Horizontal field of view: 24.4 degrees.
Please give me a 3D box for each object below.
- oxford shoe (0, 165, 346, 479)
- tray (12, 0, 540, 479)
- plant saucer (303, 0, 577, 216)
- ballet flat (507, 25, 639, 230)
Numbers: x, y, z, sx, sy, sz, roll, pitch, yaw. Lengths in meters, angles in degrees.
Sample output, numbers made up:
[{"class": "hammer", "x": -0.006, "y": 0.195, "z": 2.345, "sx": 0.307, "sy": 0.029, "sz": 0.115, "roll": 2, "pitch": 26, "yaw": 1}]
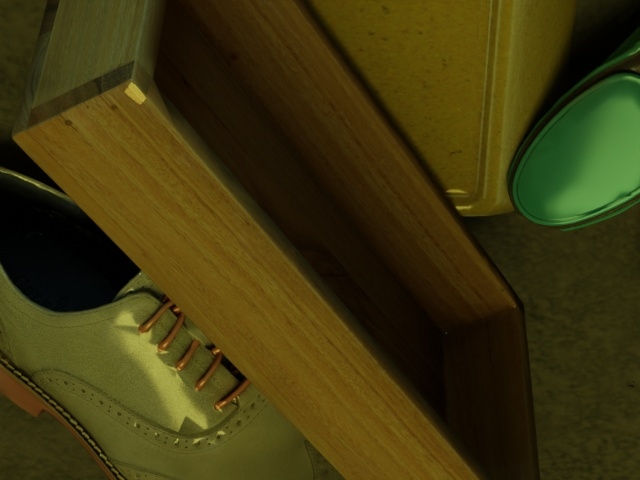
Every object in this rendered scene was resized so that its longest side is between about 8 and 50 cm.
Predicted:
[{"class": "oxford shoe", "x": -0.091, "y": 0.090, "z": 0.958, "sx": 0.397, "sy": 0.140, "sz": 0.146, "roll": 28, "pitch": 143, "yaw": 15}, {"class": "tray", "x": 0.000, "y": 0.000, "z": 0.820, "sx": 0.076, "sy": 0.203, "sz": 0.411, "roll": -21, "pitch": 131, "yaw": 22}, {"class": "plant saucer", "x": -0.005, "y": -0.125, "z": 0.897, "sx": 0.333, "sy": 0.081, "sz": 0.332, "roll": -1, "pitch": 134, "yaw": 1}, {"class": "ballet flat", "x": 0.216, "y": -0.101, "z": 0.906, "sx": 0.083, "sy": 0.087, "sz": 0.247, "roll": 43, "pitch": 115, "yaw": -2}]
